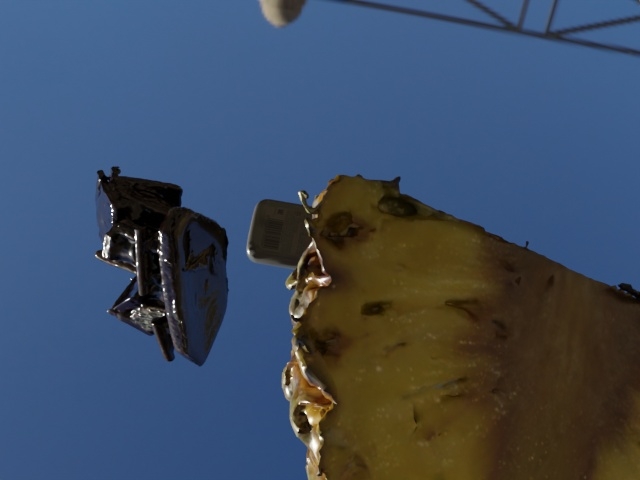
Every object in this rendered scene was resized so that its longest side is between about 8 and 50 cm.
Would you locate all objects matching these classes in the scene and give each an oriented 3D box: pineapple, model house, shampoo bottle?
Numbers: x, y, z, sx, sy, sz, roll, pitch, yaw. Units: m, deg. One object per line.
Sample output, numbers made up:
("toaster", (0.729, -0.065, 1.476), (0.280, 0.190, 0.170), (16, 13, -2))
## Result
("pineapple", (0.076, 0.157, 0.605), (0.344, 0.209, 0.286), (24, -112, -15))
("model house", (-0.188, 0.029, 1.068), (0.164, 0.203, 0.141), (12, -153, 20))
("shampoo bottle", (0.000, 0.000, 1.143), (0.165, 0.040, 0.079), (10, -110, 4))
